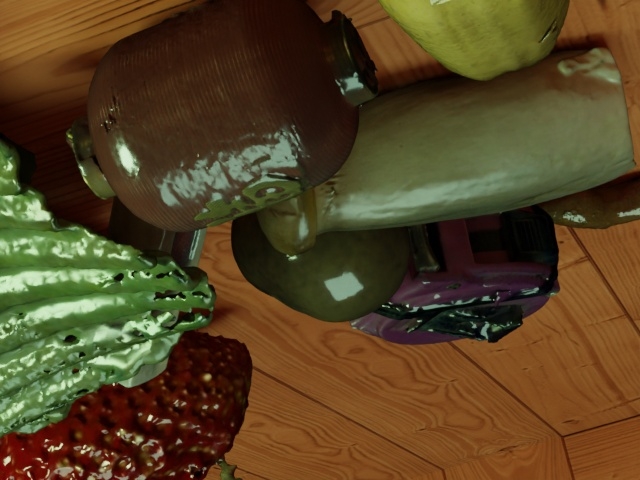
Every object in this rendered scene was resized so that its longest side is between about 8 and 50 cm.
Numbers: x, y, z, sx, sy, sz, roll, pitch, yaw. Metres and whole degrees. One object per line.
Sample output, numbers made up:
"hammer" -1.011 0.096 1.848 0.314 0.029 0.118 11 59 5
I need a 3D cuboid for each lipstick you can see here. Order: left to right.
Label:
"lipstick" -0.163 0.022 1.584 0.079 0.077 0.253 -25 142 -45

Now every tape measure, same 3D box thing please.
"tape measure" 0.141 0.038 1.896 0.245 0.149 0.231 -3 158 -24

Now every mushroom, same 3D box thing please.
"mushroom" 0.135 -0.089 1.576 0.407 0.137 0.154 -14 174 -16

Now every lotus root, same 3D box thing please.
"lotus root" 0.109 -0.206 1.226 0.146 0.131 0.303 -16 163 13

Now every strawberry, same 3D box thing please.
"strawberry" -0.242 0.245 2.039 0.343 0.292 0.292 -12 161 7

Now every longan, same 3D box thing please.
"longan" 0.000 0.000 1.692 0.187 0.167 0.167 -1 165 20

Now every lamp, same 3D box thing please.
"lamp" -0.079 -0.100 1.337 0.258 0.180 0.180 -20 159 16

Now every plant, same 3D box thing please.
"plant" -0.299 -0.076 1.456 0.051 0.051 0.102 -26 144 34

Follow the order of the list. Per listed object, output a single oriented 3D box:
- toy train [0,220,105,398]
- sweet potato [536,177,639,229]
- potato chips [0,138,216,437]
"toy train" -0.334 0.075 1.733 0.221 0.150 0.304 17 148 -37
"sweet potato" 0.349 -0.044 1.948 0.218 0.051 0.065 -7 158 -14
"potato chips" -0.303 0.048 1.486 0.373 0.097 0.389 34 130 -24
